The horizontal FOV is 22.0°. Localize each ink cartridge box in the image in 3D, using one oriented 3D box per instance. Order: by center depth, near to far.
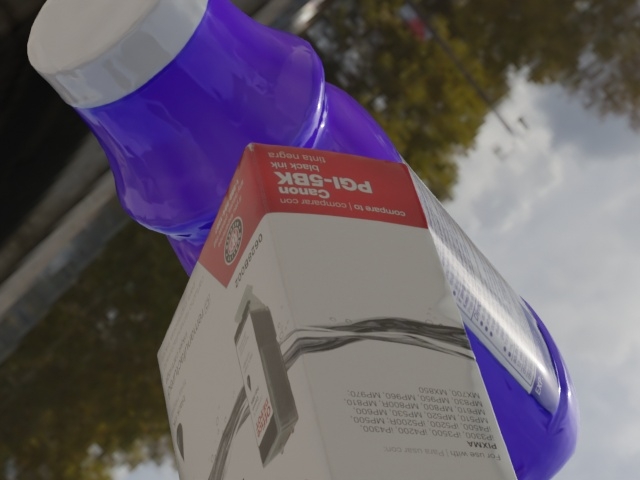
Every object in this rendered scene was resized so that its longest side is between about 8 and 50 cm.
[{"bbox_3d":[-0.001,0.053,0.477,0.135,0.056,0.099,-106,-148,-44],"label":"ink cartridge box"}]

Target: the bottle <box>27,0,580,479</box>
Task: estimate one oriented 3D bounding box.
[{"bbox_3d":[0.000,0.000,0.649,0.092,0.283,0.118,-35,-142,10],"label":"bottle"}]
